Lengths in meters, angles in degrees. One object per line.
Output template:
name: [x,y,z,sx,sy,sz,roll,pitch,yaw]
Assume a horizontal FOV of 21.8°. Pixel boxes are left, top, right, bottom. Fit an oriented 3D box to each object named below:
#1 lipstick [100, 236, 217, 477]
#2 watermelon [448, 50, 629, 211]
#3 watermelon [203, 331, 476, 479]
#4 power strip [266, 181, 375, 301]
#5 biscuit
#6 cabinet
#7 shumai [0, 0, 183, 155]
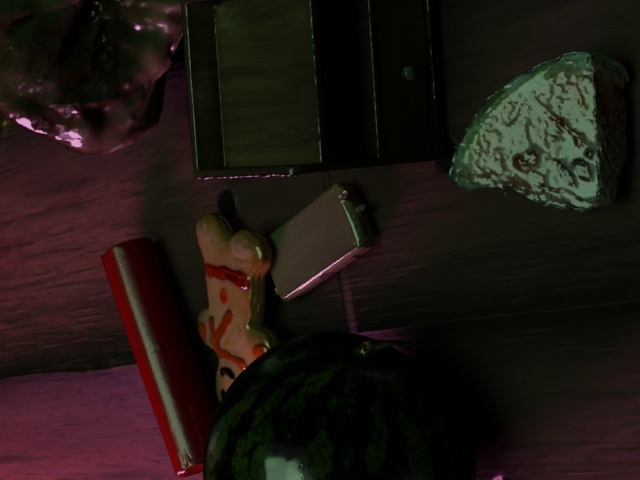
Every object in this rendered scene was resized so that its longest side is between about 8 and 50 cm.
lipstick: [-0.177,0.134,1.909,0.073,0.073,0.279,-36,69,43]
watermelon: [0.212,-0.080,1.473,0.187,0.071,0.139,-41,74,33]
watermelon: [0.013,0.214,1.599,0.269,0.269,0.269,9,103,45]
power strip: [0.000,0.000,1.731,0.169,0.028,0.076,-35,71,45]
biscuit: [-0.091,0.093,1.824,0.153,0.030,0.234,22,117,55]
cabinet: [0.002,-0.153,1.571,0.148,0.215,0.174,1,96,45]
shumai: [-0.196,-0.303,1.697,0.323,0.324,0.397,-17,121,27]
